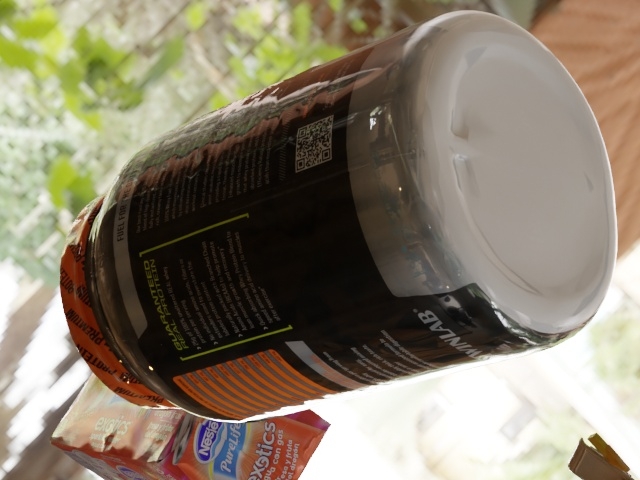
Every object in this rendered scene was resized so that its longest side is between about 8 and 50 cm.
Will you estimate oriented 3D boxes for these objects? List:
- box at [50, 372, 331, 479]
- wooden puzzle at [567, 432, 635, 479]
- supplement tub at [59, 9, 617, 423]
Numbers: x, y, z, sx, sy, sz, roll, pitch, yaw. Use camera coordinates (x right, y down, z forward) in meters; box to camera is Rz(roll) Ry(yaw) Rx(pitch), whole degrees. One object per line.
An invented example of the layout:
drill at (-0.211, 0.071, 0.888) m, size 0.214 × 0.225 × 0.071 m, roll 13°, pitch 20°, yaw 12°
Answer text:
box at (-0.123, 0.174, 1.497) m, size 0.128 × 0.123 × 0.257 m, roll 39°, pitch 160°, yaw -22°
wooden puzzle at (0.273, 0.225, 1.597) m, size 0.078 × 0.014 × 0.116 m, roll 43°, pitch 156°, yaw 11°
supplement tub at (0.000, 0.000, 1.053) m, size 0.338 × 0.207 × 0.207 m, roll -18°, pitch 127°, yaw 40°
